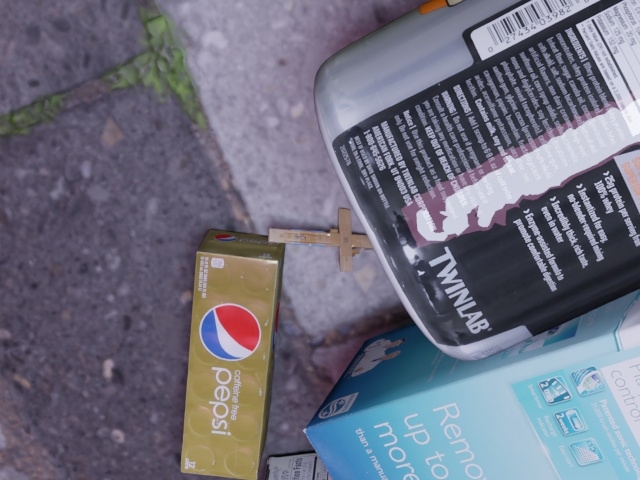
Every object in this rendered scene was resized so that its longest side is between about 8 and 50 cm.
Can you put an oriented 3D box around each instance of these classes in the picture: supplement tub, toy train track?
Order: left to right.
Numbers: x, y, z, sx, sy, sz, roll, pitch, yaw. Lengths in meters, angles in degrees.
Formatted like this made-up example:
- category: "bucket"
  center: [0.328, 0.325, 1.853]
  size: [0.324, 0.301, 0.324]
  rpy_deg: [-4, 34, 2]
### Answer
- category: "toy train track"
  center: [0.000, 0.000, 0.804]
  size: [0.083, 0.014, 0.048]
  rpy_deg: [4, 75, -20]
- category: "supplement tub"
  center: [0.172, -0.080, 0.583]
  size: [0.316, 0.193, 0.193]
  rpy_deg: [-26, 104, 11]

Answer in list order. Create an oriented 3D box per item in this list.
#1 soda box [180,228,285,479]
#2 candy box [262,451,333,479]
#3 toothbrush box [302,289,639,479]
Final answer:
- category: "soda box"
  center: [-0.066, 0.087, 0.823]
  size: [0.061, 0.058, 0.181]
  rpy_deg: [7, 108, 2]
- category: "candy box"
  center: [0.080, 0.242, 0.856]
  size: [0.233, 0.071, 0.159]
  rpy_deg: [-8, 108, 7]
- category: "toothbrush box"
  center: [0.176, 0.135, 0.671]
  size: [0.295, 0.126, 0.216]
  rpy_deg: [-22, 104, 29]
